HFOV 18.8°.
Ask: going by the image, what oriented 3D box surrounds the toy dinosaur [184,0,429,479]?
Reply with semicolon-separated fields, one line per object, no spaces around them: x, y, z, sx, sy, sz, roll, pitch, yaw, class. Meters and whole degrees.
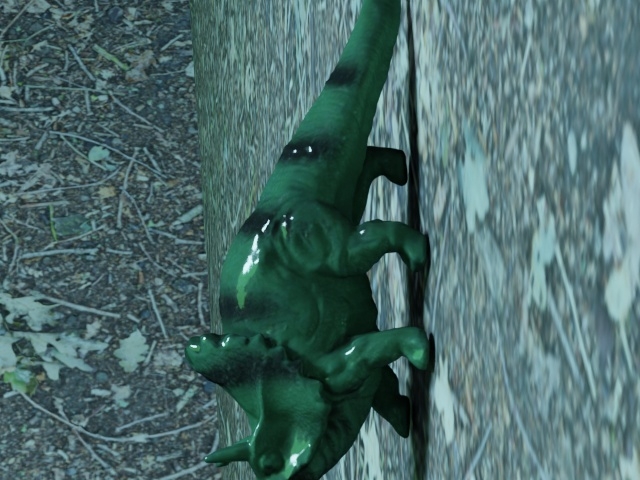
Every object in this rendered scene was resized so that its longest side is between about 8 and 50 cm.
0.016;0.007;0.964;0.079;0.120;0.292;33;-101;-85;toy dinosaur
